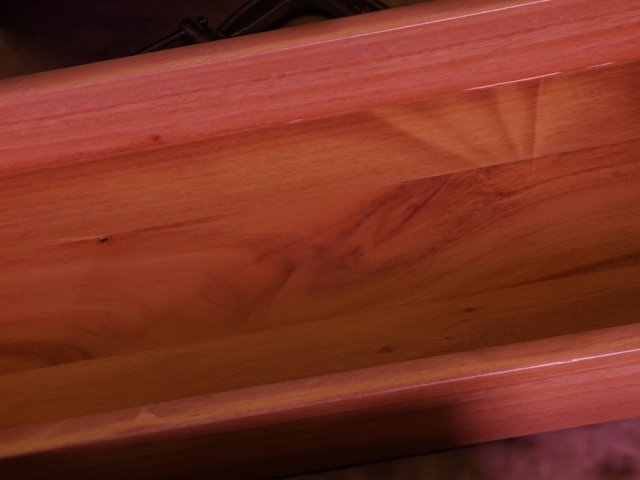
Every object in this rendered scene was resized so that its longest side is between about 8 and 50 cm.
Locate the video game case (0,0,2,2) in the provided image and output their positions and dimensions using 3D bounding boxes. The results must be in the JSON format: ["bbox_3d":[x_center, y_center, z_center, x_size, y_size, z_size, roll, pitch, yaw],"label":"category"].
[{"bbox_3d":[-0.075,-0.236,0.865,0.285,0.025,0.204,-43,12,-17],"label":"video game case"}]

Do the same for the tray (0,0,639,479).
[{"bbox_3d":[0.000,0.000,0.709,0.411,0.076,0.203,-9,57,4],"label":"tray"}]

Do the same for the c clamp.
[{"bbox_3d":[-0.014,-0.094,0.837,0.160,0.022,0.137,32,59,33],"label":"c clamp"}]
